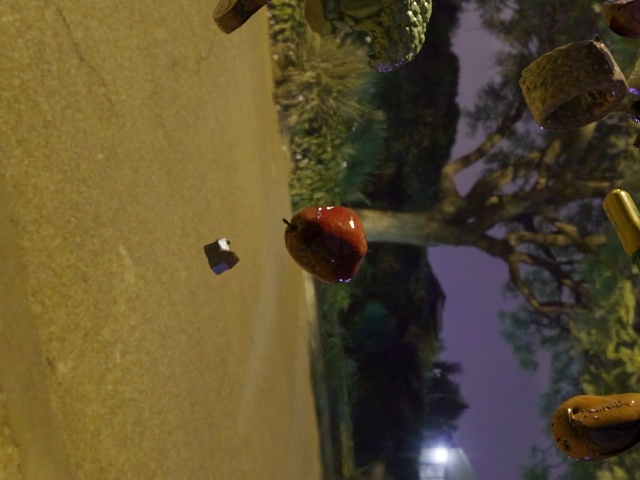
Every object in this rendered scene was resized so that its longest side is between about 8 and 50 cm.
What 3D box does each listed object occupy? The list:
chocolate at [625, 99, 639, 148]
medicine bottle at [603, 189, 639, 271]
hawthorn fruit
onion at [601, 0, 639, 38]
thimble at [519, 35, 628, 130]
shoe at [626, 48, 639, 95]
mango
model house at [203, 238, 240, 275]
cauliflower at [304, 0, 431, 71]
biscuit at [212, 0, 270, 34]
[{"bbox_3d":[0.916,-0.329,1.948,0.147,0.072,0.070,50,36,-42],"label":"chocolate"},{"bbox_3d":[0.829,0.008,1.789,0.111,0.076,0.309,38,33,-52],"label":"medicine bottle"},{"bbox_3d":[0.000,0.000,1.938,0.224,0.260,0.224,-34,-132,49],"label":"hawthorn fruit"},{"bbox_3d":[0.730,-0.515,1.573,0.151,0.205,0.098,21,-52,65],"label":"onion"},{"bbox_3d":[0.609,-0.372,1.657,0.196,0.229,0.148,66,7,-63],"label":"thimble"},{"bbox_3d":[0.982,-0.474,1.830,0.124,0.316,0.159,10,86,-47],"label":"shoe"},{"bbox_3d":[0.658,0.425,1.598,0.151,0.248,0.156,83,-15,-63],"label":"mango"},{"bbox_3d":[-0.341,0.051,2.383,0.088,0.100,0.101,66,0,-67],"label":"model house"},{"bbox_3d":[0.086,-0.480,1.321,0.275,0.250,0.272,-101,176,-48],"label":"cauliflower"},{"bbox_3d":[-0.078,-0.452,1.136,0.049,0.257,0.273,48,22,-24],"label":"biscuit"}]
